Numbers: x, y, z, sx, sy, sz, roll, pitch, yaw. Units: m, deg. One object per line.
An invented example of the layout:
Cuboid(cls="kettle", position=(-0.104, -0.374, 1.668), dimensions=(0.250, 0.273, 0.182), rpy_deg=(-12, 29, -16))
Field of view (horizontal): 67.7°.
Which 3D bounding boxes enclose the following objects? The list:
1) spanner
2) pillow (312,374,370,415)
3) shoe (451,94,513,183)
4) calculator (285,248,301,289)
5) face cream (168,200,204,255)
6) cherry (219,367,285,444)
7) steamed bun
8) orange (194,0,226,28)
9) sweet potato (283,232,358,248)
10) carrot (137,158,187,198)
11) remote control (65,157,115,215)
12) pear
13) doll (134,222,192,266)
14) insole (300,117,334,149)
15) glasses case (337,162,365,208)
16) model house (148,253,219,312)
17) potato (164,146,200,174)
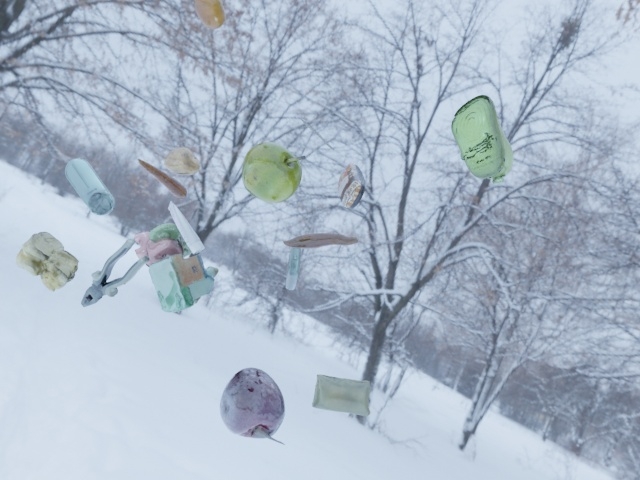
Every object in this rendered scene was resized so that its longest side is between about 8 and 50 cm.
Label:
Cuboid(cls="spanner", position=(-0.632, 0.114, 1.438), dimensions=(0.096, 0.324, 0.040), rpy_deg=(51, 26, -3))
Cuboid(cls="pillow", position=(0.078, 0.536, 1.655), dimensions=(0.208, 0.119, 0.053), rpy_deg=(9, -18, -5))
Cuboid(cls="shoe", position=(0.445, -0.272, 1.327), dimensions=(0.140, 0.262, 0.128), rpy_deg=(-22, -34, 26))
Cuboid(cls="calculator", position=(-0.113, 0.112, 1.973), dimensions=(0.045, 0.141, 0.246), rpy_deg=(6, -26, -5))
Cuboid(cls="face cream", position=(-0.580, -0.053, 2.042), dimensions=(0.244, 0.058, 0.092), rpy_deg=(58, -31, 0))
Cuboid(cls="cherry", position=(-0.214, 0.524, 1.518), dimensions=(0.213, 0.183, 0.266), rpy_deg=(38, 18, -39))
Cuboid(cls="steamed bun", position=(-0.874, 0.065, 1.520), dimensions=(0.177, 0.106, 0.192), rpy_deg=(52, 3, -28))
Cuboid(cls="orange", position=(-0.478, -1.005, 2.076), dimensions=(0.156, 0.124, 0.156), rpy_deg=(62, 8, -16))
Cuboid(cls="sweet potato", position=(0.000, 0.000, 1.679), dimensions=(0.264, 0.057, 0.057), rpy_deg=(-4, -11, 3))
Cuboid(cls="carrot", position=(-0.515, -0.204, 1.559), dimensions=(0.048, 0.048, 0.216), rpy_deg=(19, -17, 39))
Cuboid(cls="remote control", position=(-0.907, -0.210, 1.886), dimensions=(0.247, 0.104, 0.052), rpy_deg=(58, 0, -5))
Cuboid(cls="pear", position=(-0.128, -0.204, 1.371), dimensions=(0.180, 0.166, 0.216), rpy_deg=(50, -40, -13))
Cuboid(cls="doll", position=(-0.814, 0.017, 2.482), dimensions=(0.284, 0.268, 0.216), rpy_deg=(62, 4, -55))
Cuboid(cls="insole", position=(-0.010, -0.458, 2.078), dimensions=(0.086, 0.005, 0.253), rpy_deg=(43, 7, 38))
Cuboid(cls="glasses case", position=(0.131, -0.237, 2.040), dimensions=(0.082, 0.122, 0.321), rpy_deg=(26, 23, -16))
Cuboid(cls="model house", position=(-0.658, 0.196, 2.426), dimensions=(0.194, 0.267, 0.325), rpy_deg=(-19, 0, 33))
Cuboid(cls="potato", position=(-0.546, -0.312, 1.895), dimensions=(0.112, 0.112, 0.147), rpy_deg=(20, 7, 35))
